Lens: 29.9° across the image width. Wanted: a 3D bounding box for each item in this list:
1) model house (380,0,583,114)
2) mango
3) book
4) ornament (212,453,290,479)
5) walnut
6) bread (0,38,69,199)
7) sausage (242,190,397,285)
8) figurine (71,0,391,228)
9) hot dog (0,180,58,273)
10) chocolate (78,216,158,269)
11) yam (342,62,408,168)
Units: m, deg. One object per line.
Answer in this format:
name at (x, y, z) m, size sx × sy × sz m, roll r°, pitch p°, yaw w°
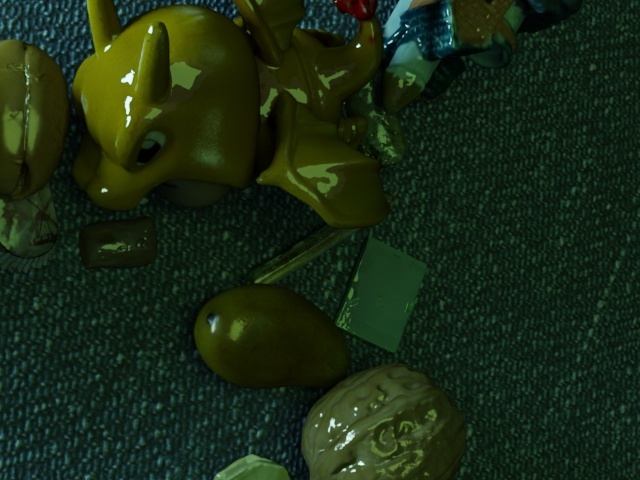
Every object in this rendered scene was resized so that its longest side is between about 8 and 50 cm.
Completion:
model house at (0.176, -0.267, 1.599) m, size 0.184 × 0.253 × 0.291 m, roll 42°, pitch 74°, yaw -24°
mango at (-0.058, 0.128, 1.536) m, size 0.227 × 0.099 × 0.136 m, roll 19°, pitch 82°, yaw -30°
book at (0.084, 0.076, 1.644) m, size 0.103 × 0.017 × 0.135 m, roll 26°, pitch 74°, yaw -16°
ornament at (-0.089, 0.390, 1.517) m, size 0.180 × 0.059 × 0.201 m, roll -31°, pitch 99°, yaw -20°
walnut at (0.076, 0.261, 1.533) m, size 0.213 × 0.213 × 0.213 m, roll 3°, pitch 83°, yaw -23°
bread at (-0.345, -0.144, 1.386) m, size 0.114 × 0.077 × 0.189 m, roll 6°, pitch 77°, yaw -38°
sausage at (0.000, 0.000, 1.608) m, size 0.269 × 0.033 × 0.033 m, roll -32°, pitch 97°, yaw -22°
figurine at (-0.103, -0.206, 1.463) m, size 0.387 × 0.268 × 0.401 m, roll -10°, pitch 99°, yaw -37°
hot dog at (-0.382, -0.083, 1.439) m, size 0.131 × 0.069 × 0.253 m, roll -16°, pitch 93°, yaw -32°
chocolate at (-0.251, 0.001, 1.503) m, size 0.100 × 0.031 × 0.064 m, roll -3°, pitch 81°, yaw -22°
yam at (0.067, -0.184, 1.633) m, size 0.078 × 0.078 × 0.179 m, roll -15°, pitch 91°, yaw -24°
